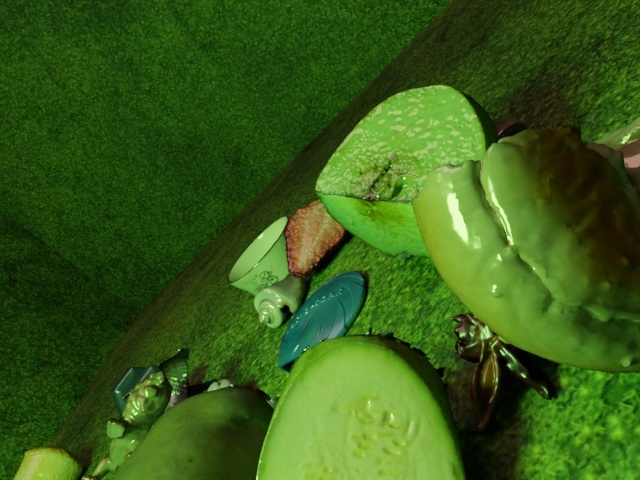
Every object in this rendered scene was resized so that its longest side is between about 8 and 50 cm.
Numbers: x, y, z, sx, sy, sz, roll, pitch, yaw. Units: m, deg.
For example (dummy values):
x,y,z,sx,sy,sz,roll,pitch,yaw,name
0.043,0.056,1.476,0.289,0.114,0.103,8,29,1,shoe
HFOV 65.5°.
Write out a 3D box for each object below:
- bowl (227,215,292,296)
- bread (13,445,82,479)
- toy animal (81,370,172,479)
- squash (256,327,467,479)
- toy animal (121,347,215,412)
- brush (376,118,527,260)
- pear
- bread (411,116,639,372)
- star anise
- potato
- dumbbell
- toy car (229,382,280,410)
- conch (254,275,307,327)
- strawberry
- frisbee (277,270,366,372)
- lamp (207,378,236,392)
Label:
x,y,z,sx,sy,sz,roll,pitch,yaw,name
-0.125,0.059,1.332,0.237,0.126,0.238,-44,16,16,bowl
-0.852,0.736,1.554,0.197,0.197,0.171,-36,26,35,bread
-0.367,0.393,0.968,0.157,0.097,0.313,-68,4,-71,toy animal
0.034,0.223,0.416,0.189,0.189,0.261,-41,13,22,squash
-0.327,0.342,1.071,0.197,0.273,0.160,-16,51,-13,toy animal
0.228,-0.078,0.859,0.327,0.070,0.065,-43,35,12,brush
0.164,-0.113,0.783,0.292,0.159,0.293,-19,53,26,pear
0.239,0.001,0.397,0.313,0.192,0.171,-20,-12,-15,bread
0.195,0.108,0.528,0.140,0.144,0.158,44,101,30,star anise
-0.129,0.321,0.521,0.326,0.220,0.243,-69,-19,-64,potato
-0.462,0.415,1.347,0.324,0.144,0.160,-22,32,56,dumbbell
-0.097,0.294,0.769,0.112,0.112,0.139,-17,41,33,toy car
-0.085,0.139,1.169,0.176,0.094,0.104,-25,-20,-46,conch
-0.005,-0.002,1.232,0.175,0.107,0.236,31,74,39,strawberry
-0.009,0.148,0.971,0.242,0.045,0.242,-45,15,16,frisbee
-0.239,0.367,0.937,0.179,0.108,0.246,-20,31,51,lamp
